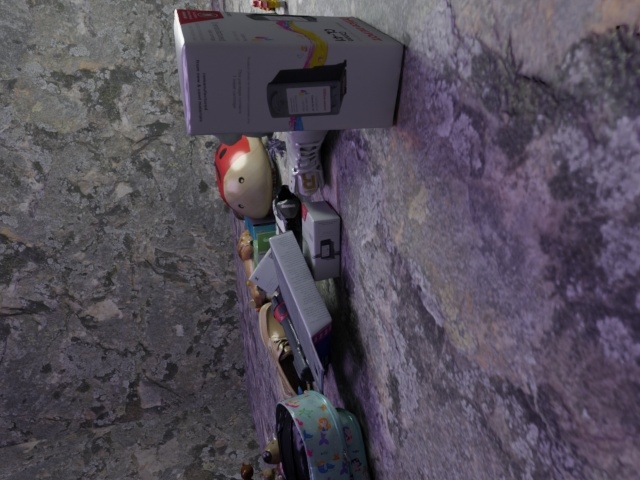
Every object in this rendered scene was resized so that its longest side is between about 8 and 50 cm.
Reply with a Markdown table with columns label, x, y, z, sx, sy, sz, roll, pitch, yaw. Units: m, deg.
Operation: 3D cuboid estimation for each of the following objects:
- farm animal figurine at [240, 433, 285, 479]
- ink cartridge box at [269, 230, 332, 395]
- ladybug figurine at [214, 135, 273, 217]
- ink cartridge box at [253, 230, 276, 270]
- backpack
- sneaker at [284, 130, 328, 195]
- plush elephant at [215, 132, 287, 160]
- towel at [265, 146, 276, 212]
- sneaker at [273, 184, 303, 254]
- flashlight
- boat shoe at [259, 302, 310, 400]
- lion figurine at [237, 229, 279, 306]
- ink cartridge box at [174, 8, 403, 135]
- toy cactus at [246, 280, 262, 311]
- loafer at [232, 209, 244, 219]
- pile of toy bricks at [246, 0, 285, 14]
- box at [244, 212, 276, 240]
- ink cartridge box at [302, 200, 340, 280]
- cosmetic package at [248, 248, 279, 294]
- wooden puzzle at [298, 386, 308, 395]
| label | x | y | z | sx | sy | sz | roll | pitch | yaw |
| --- | --- | --- | --- | --- | --- | --- | --- | --- | --- |
| farm animal figurine | -0.073 | 0.632 | 1.429 | 0.327 | 0.330 | 0.172 | 54 | -166 | -57 |
| ink cartridge box | -0.027 | 0.191 | 1.201 | 0.324 | 0.071 | 0.330 | 89 | 157 | -62 |
| ladybug figurine | -0.287 | -0.243 | 1.798 | 0.449 | 0.161 | 0.306 | -125 | 34 | -59 |
| ink cartridge box | -0.169 | 0.047 | 1.697 | 0.062 | 0.108 | 0.210 | -123 | 30 | -54 |
| backpack | -0.006 | 0.471 | 1.127 | 0.225 | 0.190 | 0.254 | -24 | 84 | 69 |
| sneaker | -0.021 | -0.182 | 1.072 | 0.292 | 0.107 | 0.169 | -157 | 59 | -84 |
| plush elephant | -0.201 | -0.386 | 1.348 | 0.330 | 0.271 | 0.255 | 49 | 171 | 11 |
| towel | -0.189 | -0.217 | 1.804 | 0.144 | 0.029 | 0.197 | -115 | 23 | -47 |
| sneaker | -0.091 | -0.062 | 1.419 | 0.106 | 0.078 | 0.235 | 101 | 159 | -55 |
| flashlight | -0.062 | 0.277 | 1.457 | 0.304 | 0.103 | 0.103 | -120 | 31 | -46 |
| boat shoe | -0.103 | 0.354 | 1.611 | 0.342 | 0.121 | 0.110 | 68 | 157 | 14 |
| lion figurine | -0.232 | 0.126 | 1.892 | 0.240 | 0.142 | 0.393 | 146 | 121 | -63 |
| ink cartridge box | -0.060 | -0.264 | 0.768 | 0.226 | 0.305 | 0.131 | -117 | 26 | -52 |
| toy cactus | -0.244 | 0.235 | 2.002 | 0.180 | 0.112 | 0.219 | -18 | -86 | -72 |
| loafer | -0.325 | -0.244 | 2.167 | 0.130 | 0.133 | 0.366 | 29 | 139 | 43 |
| pile of toy bricks | -0.170 | -0.625 | 1.394 | 0.212 | 0.104 | 0.118 | -121 | 28 | -57 |
| box | -0.215 | -0.058 | 1.840 | 0.244 | 0.100 | 0.060 | -135 | 39 | -67 |
| ink cartridge box | 0.000 | 0.000 | 1.136 | 0.109 | 0.063 | 0.151 | -123 | 28 | -59 |
| cosmetic package | -0.137 | 0.088 | 1.473 | 0.117 | 0.085 | 0.231 | -55 | 2 | -2 |
| wooden puzzle | -0.030 | 0.491 | 1.484 | 0.116 | 0.014 | 0.079 | 27 | 122 | 39 |
